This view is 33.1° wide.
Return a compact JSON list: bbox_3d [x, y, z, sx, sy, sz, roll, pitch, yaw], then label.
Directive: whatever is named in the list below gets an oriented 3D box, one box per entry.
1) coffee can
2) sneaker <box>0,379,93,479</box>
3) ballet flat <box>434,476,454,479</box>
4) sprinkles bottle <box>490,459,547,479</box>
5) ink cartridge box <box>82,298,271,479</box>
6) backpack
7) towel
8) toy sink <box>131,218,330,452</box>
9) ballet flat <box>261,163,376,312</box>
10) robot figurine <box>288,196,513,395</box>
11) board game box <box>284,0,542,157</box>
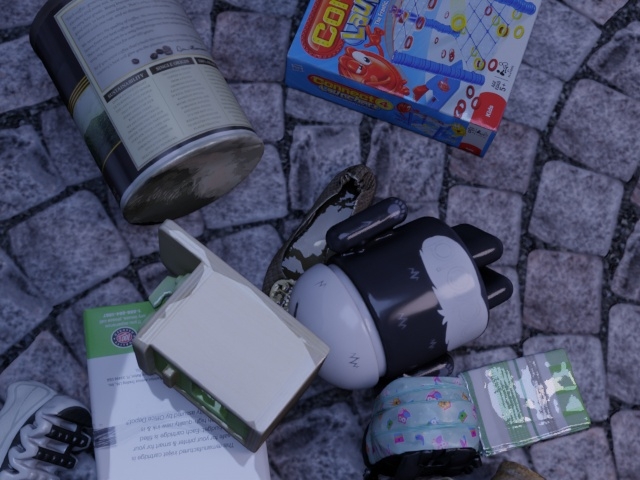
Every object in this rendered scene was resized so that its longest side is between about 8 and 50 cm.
[{"bbox_3d":[-0.224,-0.187,1.391,0.201,0.201,0.275,-27,75,-12],"label":"coffee can"},{"bbox_3d":[-0.393,0.299,1.279,0.118,0.110,0.292,27,76,31],"label":"sneaker"},{"bbox_3d":[0.094,0.316,1.288,0.168,0.052,0.057,-23,42,18],"label":"ballet flat"},{"bbox_3d":[0.149,0.423,1.254,0.121,0.121,0.355,43,73,10],"label":"sprinkles bottle"},{"bbox_3d":[-0.172,0.214,1.304,0.198,0.115,0.272,-6,72,-7],"label":"ink cartridge box"},{"bbox_3d":[0.121,0.227,1.286,0.152,0.182,0.115,-10,72,-6],"label":"backpack"},{"bbox_3d":[0.262,0.206,1.387,0.152,0.023,0.113,-13,74,-8],"label":"towel"},{"bbox_3d":[-0.125,0.112,1.201,0.234,0.153,0.131,39,71,6],"label":"toy sink"},{"bbox_3d":[0.000,0.000,1.419,0.084,0.058,0.250,31,72,7],"label":"ballet flat"},{"bbox_3d":[0.096,0.074,1.341,0.278,0.173,0.209,-24,73,-14],"label":"robot figurine"},{"bbox_3d":[0.143,-0.314,1.521,0.302,0.086,0.308,20,71,2],"label":"board game box"}]
